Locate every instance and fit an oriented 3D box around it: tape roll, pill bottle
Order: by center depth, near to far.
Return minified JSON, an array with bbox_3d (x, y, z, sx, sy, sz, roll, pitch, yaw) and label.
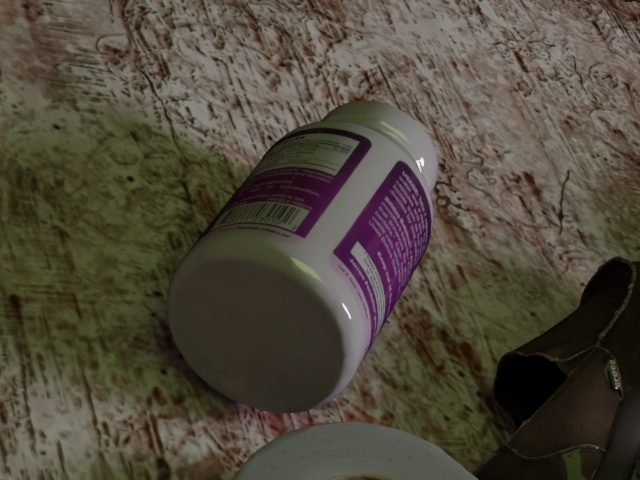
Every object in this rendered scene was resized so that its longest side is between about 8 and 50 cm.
[{"bbox_3d":[0.029,0.239,1.223,0.219,0.072,0.219,7,43,-7],"label":"tape roll"},{"bbox_3d":[0.000,0.000,1.427,0.169,0.169,0.301,34,38,1],"label":"pill bottle"}]

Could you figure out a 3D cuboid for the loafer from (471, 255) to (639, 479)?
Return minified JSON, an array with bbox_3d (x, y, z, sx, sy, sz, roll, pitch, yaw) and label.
[{"bbox_3d":[0.231,0.119,1.486,0.130,0.134,0.366,32,38,-2],"label":"loafer"}]
